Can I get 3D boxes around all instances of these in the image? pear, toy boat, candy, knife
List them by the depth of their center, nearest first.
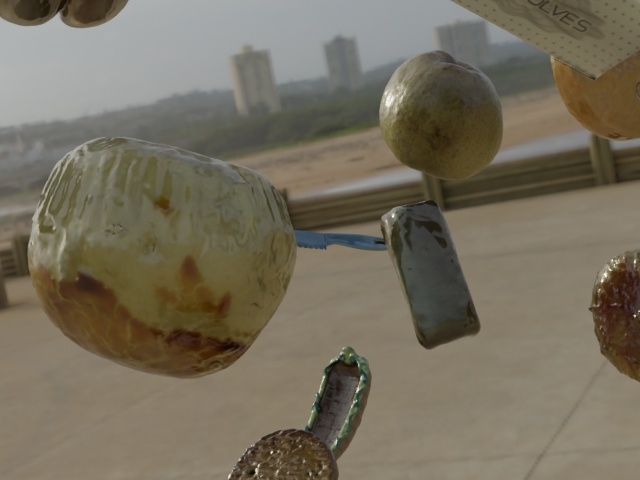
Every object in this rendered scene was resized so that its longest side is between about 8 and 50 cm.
[{"bbox_3d":[0.172,0.053,1.714,0.104,0.233,0.102,-17,-2,-4],"label":"candy"},{"bbox_3d":[0.008,0.321,1.839,0.109,0.099,0.292,-4,44,41],"label":"toy boat"},{"bbox_3d":[0.220,-0.229,1.916,0.229,0.211,0.188,19,37,10],"label":"pear"},{"bbox_3d":[0.000,0.000,2.067,0.313,0.044,0.019,5,-37,-19],"label":"knife"}]

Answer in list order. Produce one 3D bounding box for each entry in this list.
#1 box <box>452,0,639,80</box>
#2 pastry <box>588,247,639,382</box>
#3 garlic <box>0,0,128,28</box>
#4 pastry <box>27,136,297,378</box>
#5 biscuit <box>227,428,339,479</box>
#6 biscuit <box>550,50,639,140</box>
[{"bbox_3d":[0.170,-0.316,0.851,0.210,0.330,0.095,22,-33,-23],"label":"box"},{"bbox_3d":[0.467,0.103,1.494,0.093,0.192,0.182,-1,-16,-40],"label":"pastry"},{"bbox_3d":[-0.293,-0.351,1.285,0.279,0.132,0.325,-16,-20,-35],"label":"garlic"},{"bbox_3d":[-0.228,0.031,1.520,0.389,0.312,0.388,9,-9,1],"label":"pastry"},{"bbox_3d":[-0.058,0.356,1.535,0.188,0.027,0.187,-19,47,22],"label":"biscuit"},{"bbox_3d":[0.404,-0.261,1.286,0.355,0.275,0.052,-33,17,-32],"label":"biscuit"}]
